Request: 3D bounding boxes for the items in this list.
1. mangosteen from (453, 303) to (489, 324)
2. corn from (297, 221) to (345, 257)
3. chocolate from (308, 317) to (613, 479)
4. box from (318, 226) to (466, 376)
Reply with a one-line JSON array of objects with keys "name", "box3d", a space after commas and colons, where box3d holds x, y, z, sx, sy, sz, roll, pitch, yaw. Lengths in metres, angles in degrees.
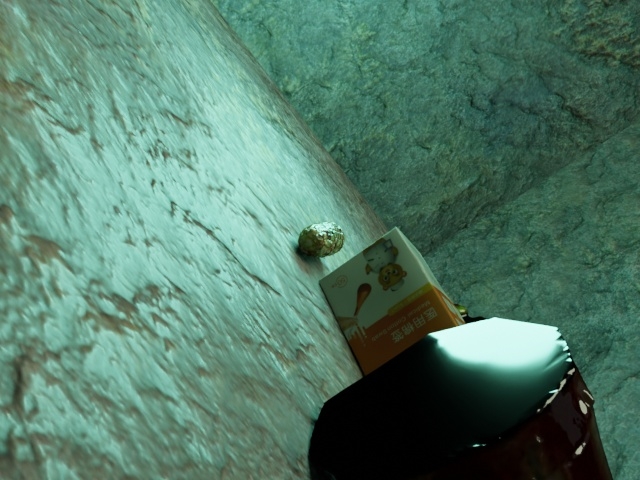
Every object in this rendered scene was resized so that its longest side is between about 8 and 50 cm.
[{"name": "mangosteen", "box3d": [0.411, 0.309, 2.322, 0.302, 0.275, 0.275, 60, 9, 9]}, {"name": "corn", "box3d": [0.000, 0.000, 1.793, 0.086, 0.086, 0.253, 57, 11, 4]}, {"name": "chocolate", "box3d": [0.223, 0.333, 1.044, 0.384, 0.383, 0.331, -88, 154, -75]}, {"name": "box", "box3d": [0.172, 0.176, 1.644, 0.143, 0.225, 0.341, 42, 16, -51]}]
